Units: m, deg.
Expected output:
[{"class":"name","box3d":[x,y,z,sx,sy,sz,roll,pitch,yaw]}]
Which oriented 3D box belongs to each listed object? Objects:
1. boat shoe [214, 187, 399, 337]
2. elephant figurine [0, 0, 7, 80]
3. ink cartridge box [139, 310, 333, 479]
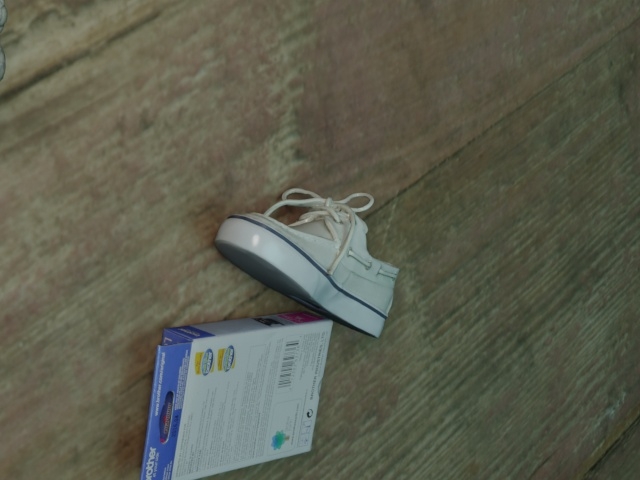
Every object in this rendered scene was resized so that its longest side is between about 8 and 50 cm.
[{"class":"boat shoe","box3d":[0.008,0.003,1.639,0.367,0.136,0.156,34,78,-54]},{"class":"elephant figurine","box3d":[-0.387,-0.178,1.047,0.239,0.186,0.169,-10,83,-33]},{"class":"ink cartridge box","box3d":[-0.115,0.192,1.624,0.311,0.065,0.185,-5,108,-52]}]
